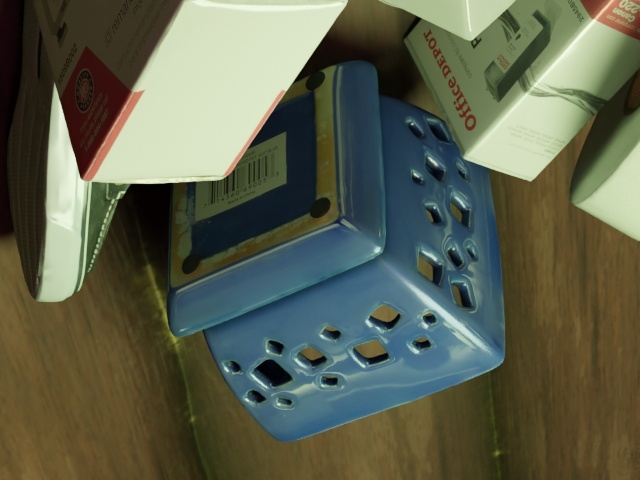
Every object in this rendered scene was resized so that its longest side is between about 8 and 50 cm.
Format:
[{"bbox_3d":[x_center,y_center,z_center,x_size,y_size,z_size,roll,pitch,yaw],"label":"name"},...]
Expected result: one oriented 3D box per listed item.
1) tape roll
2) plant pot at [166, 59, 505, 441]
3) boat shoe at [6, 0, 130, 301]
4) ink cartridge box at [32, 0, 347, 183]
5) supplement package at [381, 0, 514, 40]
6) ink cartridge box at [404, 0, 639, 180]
[{"bbox_3d":[0.340,-0.182,1.580,0.072,0.392,0.392,30,116,-2],"label":"tape roll"},{"bbox_3d":[0.000,0.000,1.557,0.236,0.236,0.212,-23,138,26],"label":"plant pot"},{"bbox_3d":[-0.172,-0.091,1.465,0.119,0.121,0.335,-6,131,-25],"label":"boat shoe"},{"bbox_3d":[-0.111,-0.209,1.233,0.117,0.283,0.207,-3,150,-30],"label":"ink cartridge box"},{"bbox_3d":[0.085,-0.328,1.337,0.175,0.177,0.293,-43,146,-27],"label":"supplement package"},{"bbox_3d":[0.188,-0.183,1.576,0.092,0.158,0.218,13,130,-38],"label":"ink cartridge box"}]
